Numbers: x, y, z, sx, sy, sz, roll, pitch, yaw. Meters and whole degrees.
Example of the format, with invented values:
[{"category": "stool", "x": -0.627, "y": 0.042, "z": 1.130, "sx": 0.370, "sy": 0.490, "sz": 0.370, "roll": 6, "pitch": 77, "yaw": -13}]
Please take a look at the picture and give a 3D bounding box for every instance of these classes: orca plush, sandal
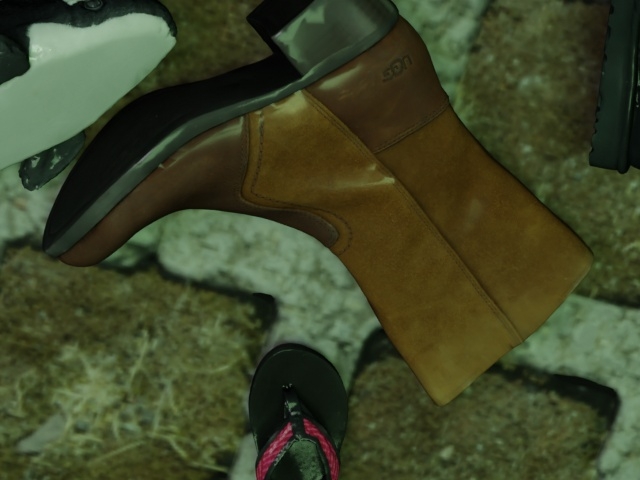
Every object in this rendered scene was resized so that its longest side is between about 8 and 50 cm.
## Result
[{"category": "orca plush", "x": -0.228, "y": -0.083, "z": 0.966, "sx": 0.287, "sy": 0.102, "sz": 0.151, "roll": -39, "pitch": 154, "yaw": 16}, {"category": "sandal", "x": -0.016, "y": 0.155, "z": 1.078, "sx": 0.067, "sy": 0.040, "sz": 0.179, "roll": 1, "pitch": 108, "yaw": -9}]

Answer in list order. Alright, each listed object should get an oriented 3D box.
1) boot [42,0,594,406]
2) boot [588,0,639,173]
[{"category": "boot", "x": 0.000, "y": 0.000, "z": 1.024, "sx": 0.264, "sy": 0.096, "sz": 0.280, "roll": -41, "pitch": 116, "yaw": -2}, {"category": "boot", "x": 0.278, "y": -0.137, "z": 0.964, "sx": 0.207, "sy": 0.094, "sz": 0.247, "roll": 9, "pitch": 115, "yaw": 12}]
